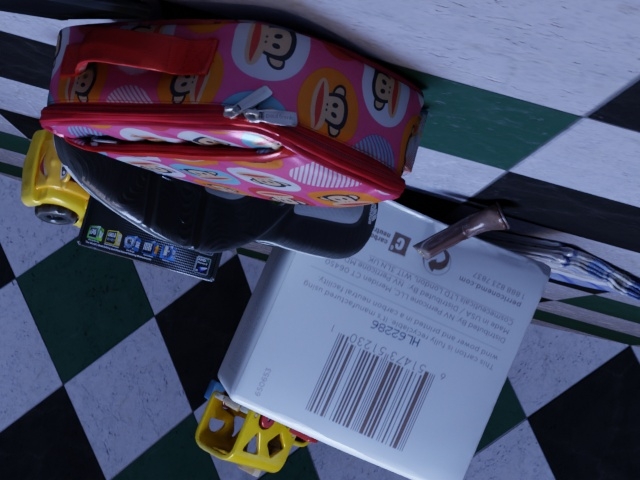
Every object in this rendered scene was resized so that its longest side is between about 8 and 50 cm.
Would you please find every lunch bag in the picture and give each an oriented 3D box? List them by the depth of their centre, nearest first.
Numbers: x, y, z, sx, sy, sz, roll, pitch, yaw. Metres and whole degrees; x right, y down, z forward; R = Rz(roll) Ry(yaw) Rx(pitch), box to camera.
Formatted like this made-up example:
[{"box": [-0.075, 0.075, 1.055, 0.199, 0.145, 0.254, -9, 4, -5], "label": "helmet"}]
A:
[{"box": [-0.087, -0.116, 1.177, 0.293, 0.120, 0.258, 6, 170, 41], "label": "lunch bag"}]

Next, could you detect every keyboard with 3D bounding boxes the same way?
[{"box": [-0.295, -0.196, 1.041, 0.202, 0.033, 0.317, 6, -177, 38], "label": "keyboard"}]

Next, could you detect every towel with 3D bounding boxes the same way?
[{"box": [0.343, 0.035, 2.091, 0.209, 0.034, 0.285, 13, 175, 39], "label": "towel"}]

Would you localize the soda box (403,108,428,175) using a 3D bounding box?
[{"box": [0.049, -0.093, 1.341, 0.058, 0.063, 0.183, 16, 175, -9], "label": "soda box"}]

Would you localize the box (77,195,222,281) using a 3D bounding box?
[{"box": [-0.207, -0.057, 1.865, 0.191, 0.184, 0.045, 16, 178, -2], "label": "box"}]

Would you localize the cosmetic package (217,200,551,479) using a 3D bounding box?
[{"box": [0.070, 0.124, 1.968, 0.329, 0.327, 0.394, 23, 176, -6], "label": "cosmetic package"}]

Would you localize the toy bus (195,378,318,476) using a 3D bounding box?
[{"box": [-0.091, 0.296, 2.090, 0.202, 0.104, 0.191, 24, 177, -2], "label": "toy bus"}]

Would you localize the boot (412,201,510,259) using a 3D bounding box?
[{"box": [0.172, -0.008, 1.729, 0.114, 0.037, 0.106, -24, 179, -3], "label": "boot"}]

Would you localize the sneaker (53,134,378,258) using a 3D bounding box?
[{"box": [-0.167, -0.073, 1.625, 0.258, 0.169, 0.448, 8, 174, 45], "label": "sneaker"}]

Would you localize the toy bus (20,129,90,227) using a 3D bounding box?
[{"box": [-0.315, -0.092, 2.149, 0.220, 0.149, 0.211, 23, 159, -40], "label": "toy bus"}]
